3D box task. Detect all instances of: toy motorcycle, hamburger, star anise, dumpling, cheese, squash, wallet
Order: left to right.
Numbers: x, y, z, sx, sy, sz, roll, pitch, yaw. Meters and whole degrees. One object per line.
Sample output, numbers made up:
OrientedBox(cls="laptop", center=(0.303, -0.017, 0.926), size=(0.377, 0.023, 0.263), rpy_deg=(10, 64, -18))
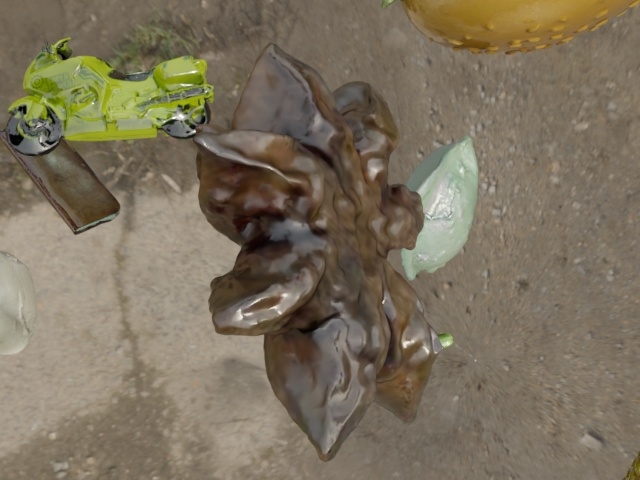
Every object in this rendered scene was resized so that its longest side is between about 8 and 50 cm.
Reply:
OrientedBox(cls="cheese", center=(-0.616, 0.101, 1.453), size=(0.155, 0.189, 0.198), rpy_deg=(-18, 64, -7))
OrientedBox(cls="wallet", center=(-0.504, -0.127, 1.555), size=(0.255, 0.137, 0.031), rpy_deg=(50, 125, 8))
OrientedBox(cls="toy motorcycle", center=(-0.354, -0.248, 1.338), size=(0.343, 0.142, 0.206), rpy_deg=(-7, 81, -11))
OrientedBox(cls="star anise", center=(0.011, 0.008, 0.601), size=(0.108, 0.315, 0.315), rpy_deg=(-20, 77, 31))
OrientedBox(cls="squash", center=(0.117, 0.131, 0.957), size=(0.089, 0.027, 0.027), rpy_deg=(-19, 78, 13))
OrientedBox(cls="dumpling", center=(0.164, -0.039, 1.100), size=(0.105, 0.149, 0.216), rpy_deg=(14, 108, -1))
OrientedBox(cls="hamburger", center=(0.169, -0.265, 0.658), size=(0.275, 0.274, 0.212), rpy_deg=(-15, 102, 8))

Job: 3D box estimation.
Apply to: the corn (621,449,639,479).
OrientedBox(cls="corn", center=(0.162, 0.106, 0.322), size=(0.080, 0.080, 0.231), rpy_deg=(34, 112, 14))
